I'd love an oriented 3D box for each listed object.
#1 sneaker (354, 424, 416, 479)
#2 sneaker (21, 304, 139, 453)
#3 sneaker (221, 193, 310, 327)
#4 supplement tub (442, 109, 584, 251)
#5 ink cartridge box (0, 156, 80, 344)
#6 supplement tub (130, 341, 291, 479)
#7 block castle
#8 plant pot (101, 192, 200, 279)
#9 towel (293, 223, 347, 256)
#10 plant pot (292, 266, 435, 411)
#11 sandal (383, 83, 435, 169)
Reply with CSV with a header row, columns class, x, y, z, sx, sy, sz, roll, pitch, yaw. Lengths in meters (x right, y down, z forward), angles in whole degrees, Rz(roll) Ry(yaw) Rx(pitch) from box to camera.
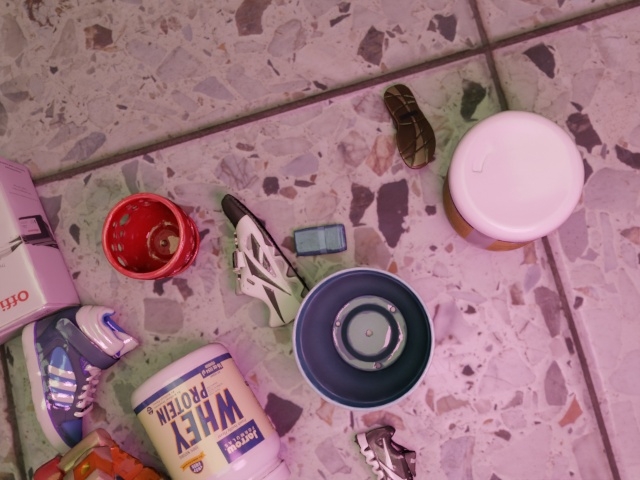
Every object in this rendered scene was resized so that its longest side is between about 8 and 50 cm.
class,x,y,z,sx,sy,sz,roll,pitch,yaw
sneaker,0.172,0.505,1.368,0.106,0.078,0.234,-30,79,6
sneaker,-0.528,0.309,1.461,0.236,0.130,0.323,-15,91,-3
sneaker,-0.156,0.049,1.439,0.146,0.122,0.331,-35,80,1
supplement tub,0.369,-0.103,1.277,0.240,0.331,0.241,-1,84,7
ink cartridge box,-0.794,0.039,1.505,0.285,0.166,0.395,-26,81,5
supplement tub,-0.231,0.410,1.354,0.235,0.235,0.325,-34,81,3
block castle,-0.400,0.614,1.227,0.212,0.453,0.303,-41,125,-5
plant pot,-0.373,-0.002,1.447,0.190,0.174,0.191,-1,84,8
towel,0.000,0.000,1.470,0.119,0.029,0.067,-7,83,6
plant pot,0.095,0.200,1.321,0.271,0.255,0.272,-1,83,7
sandal,0.202,-0.258,1.459,0.089,0.060,0.220,-20,67,-1
